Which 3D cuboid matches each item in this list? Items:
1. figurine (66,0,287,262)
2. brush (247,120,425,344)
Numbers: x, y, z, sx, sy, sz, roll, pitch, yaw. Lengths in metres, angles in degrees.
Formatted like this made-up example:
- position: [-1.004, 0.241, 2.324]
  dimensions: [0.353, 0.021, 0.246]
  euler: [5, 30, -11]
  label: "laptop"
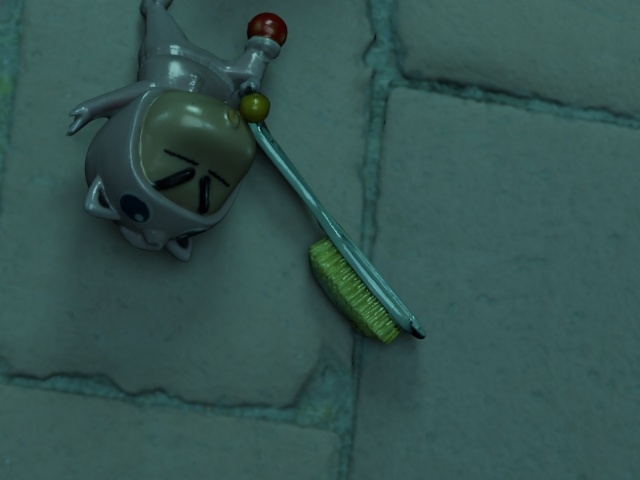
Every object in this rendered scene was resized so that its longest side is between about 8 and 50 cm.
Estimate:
- position: [-0.141, -0.132, 1.524]
  dimensions: [0.176, 0.186, 0.287]
  euler: [34, 59, -28]
  label: "figurine"
- position: [0.000, 0.000, 1.586]
  dimensions: [0.060, 0.068, 0.297]
  euler: [-38, 85, 9]
  label: "brush"
